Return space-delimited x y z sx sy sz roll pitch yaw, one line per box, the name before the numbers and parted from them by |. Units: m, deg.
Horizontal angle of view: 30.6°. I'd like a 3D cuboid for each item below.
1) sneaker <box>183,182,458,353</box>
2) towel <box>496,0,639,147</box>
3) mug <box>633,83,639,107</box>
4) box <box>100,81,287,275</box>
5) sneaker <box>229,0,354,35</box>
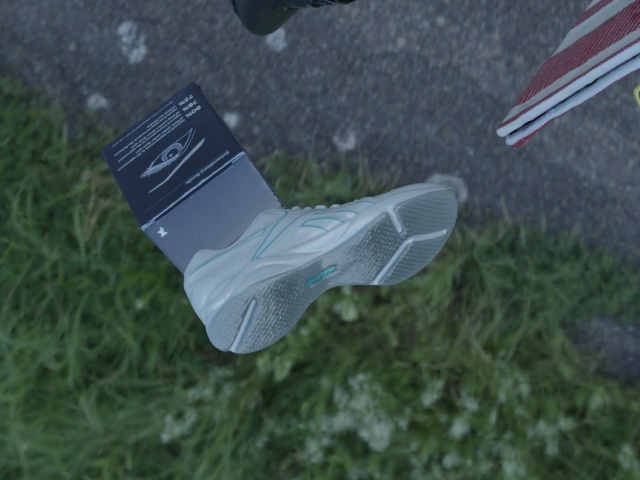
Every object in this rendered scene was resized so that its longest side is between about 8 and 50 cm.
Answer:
sneaker | 0.000 0.000 0.597 0.152 0.061 0.053 -23 132 -19
towel | 0.307 -0.227 1.060 0.037 0.329 0.237 44 149 -8
mug | 0.487 -0.222 1.653 0.062 0.078 0.064 3 135 49
box | -0.159 -0.076 1.435 0.153 0.207 0.108 -36 130 1
sneaker | -0.009 -0.303 1.304 0.130 0.109 0.286 57 145 9
